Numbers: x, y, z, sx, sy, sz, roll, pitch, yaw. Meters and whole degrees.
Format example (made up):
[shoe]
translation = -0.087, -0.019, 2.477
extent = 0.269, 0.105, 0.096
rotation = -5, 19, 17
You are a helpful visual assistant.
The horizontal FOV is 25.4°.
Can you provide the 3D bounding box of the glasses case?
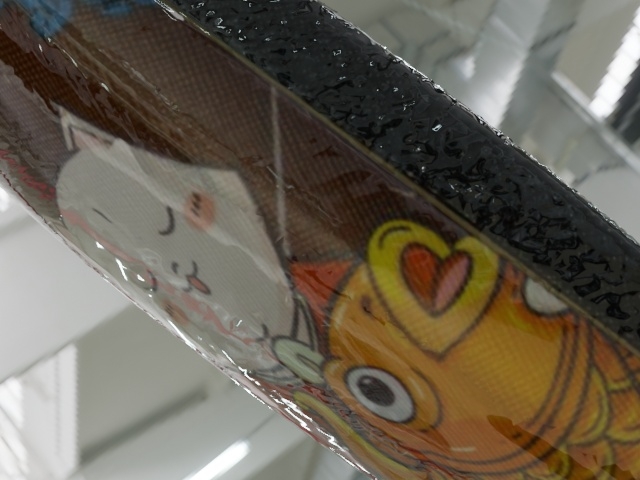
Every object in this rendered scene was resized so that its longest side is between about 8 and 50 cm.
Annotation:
[glasses case]
translation = 0.000, 0.000, 0.406
extent = 0.082, 0.321, 0.122
rotation = -52, -3, -22
